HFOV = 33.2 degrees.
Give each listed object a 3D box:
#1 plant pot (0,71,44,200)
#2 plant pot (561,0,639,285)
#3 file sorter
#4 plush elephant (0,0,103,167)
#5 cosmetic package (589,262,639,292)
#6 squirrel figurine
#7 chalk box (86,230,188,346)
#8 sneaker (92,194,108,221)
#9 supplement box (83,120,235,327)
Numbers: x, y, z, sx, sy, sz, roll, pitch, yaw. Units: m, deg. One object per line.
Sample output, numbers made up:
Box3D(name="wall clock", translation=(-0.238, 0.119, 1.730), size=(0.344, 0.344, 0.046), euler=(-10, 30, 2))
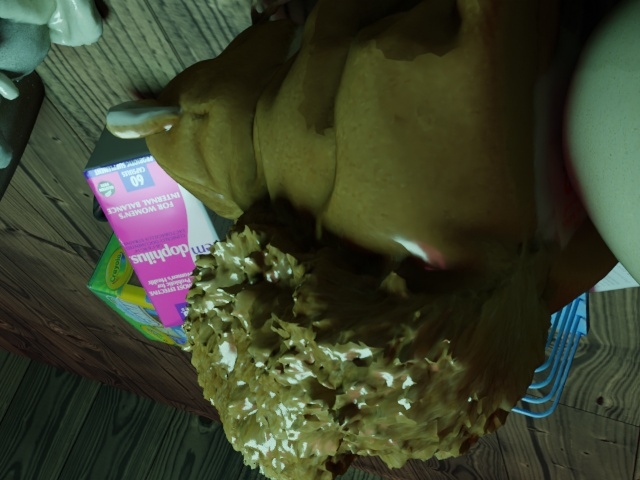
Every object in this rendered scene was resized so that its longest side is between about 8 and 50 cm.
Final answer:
Box3D(name="plant pot", translation=(-0.446, -0.090, 1.240), size=(0.215, 0.231, 0.215), euler=(4, 159, 2))
Box3D(name="plant pot", translation=(0.256, -0.064, 0.623), size=(0.191, 0.284, 0.284), euler=(20, 163, 43))
Box3D(name="file sorter", translation=(0.163, 0.071, 0.938), size=(0.118, 0.105, 0.170), euler=(15, 157, 21))
Box3D(name="plush elephant", translation=(-0.370, -0.175, 1.023), size=(0.271, 0.330, 0.255), euler=(6, 177, 41))
Box3D(name="cosmetic package", translation=(0.246, -0.024, 0.929), size=(0.085, 0.117, 0.231), euler=(32, 159, -20))
Box3D(name="squirrel figurine", translation=(0.001, -0.027, 0.777), size=(0.370, 0.397, 0.281), euler=(7, 162, 38))
Box3D(name="chalk box", translation=(-0.171, 0.037, 1.423), size=(0.288, 0.180, 0.179), euler=(11, 157, 26))
Box3D(name="sneaker", translation=(-0.159, -0.050, 1.300), size=(0.267, 0.106, 0.101), euler=(10, 155, 27))
Box3D(name="supplement box", translation=(-0.154, -0.027, 1.185), size=(0.111, 0.114, 0.220), euler=(-13, 124, 15))
